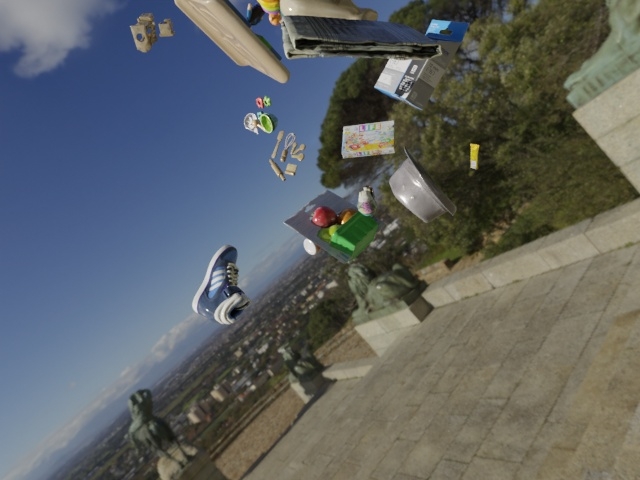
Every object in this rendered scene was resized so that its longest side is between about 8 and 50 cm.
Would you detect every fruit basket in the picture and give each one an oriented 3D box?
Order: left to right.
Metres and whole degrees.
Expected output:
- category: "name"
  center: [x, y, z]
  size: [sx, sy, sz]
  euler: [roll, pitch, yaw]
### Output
- category: "fruit basket"
  center: [0.066, -0.069, 2.035]
  size: [0.327, 0.353, 0.165]
  euler: [-42, -31, -36]

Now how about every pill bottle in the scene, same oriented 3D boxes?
- category: "pill bottle"
  center: [0.000, 0.000, 2.122]
  size: [0.152, 0.086, 0.086]
  euler: [-32, -5, -36]

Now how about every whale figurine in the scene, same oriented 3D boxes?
- category: "whale figurine"
  center: [0.018, -0.627, 1.245]
  size: [0.141, 0.272, 0.216]
  euler: [101, -167, -66]

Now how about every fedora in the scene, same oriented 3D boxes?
- category: "fedora"
  center: [0.314, -0.162, 1.446]
  size: [0.124, 0.275, 0.244]
  euler: [-40, -18, 17]

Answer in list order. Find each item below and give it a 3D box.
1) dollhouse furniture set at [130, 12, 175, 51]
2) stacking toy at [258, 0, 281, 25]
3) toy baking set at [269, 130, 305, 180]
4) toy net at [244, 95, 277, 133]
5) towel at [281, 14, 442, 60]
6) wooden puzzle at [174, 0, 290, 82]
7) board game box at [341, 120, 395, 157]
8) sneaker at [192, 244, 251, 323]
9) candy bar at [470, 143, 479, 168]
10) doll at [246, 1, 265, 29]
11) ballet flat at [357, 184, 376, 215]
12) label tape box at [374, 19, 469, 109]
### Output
- category: "dollhouse furniture set"
  center: [-0.659, -0.856, 1.823]
  size: [0.181, 0.161, 0.101]
  euler: [-92, -1, -49]
- category: "stacking toy"
  center: [-0.178, -0.917, 1.674]
  size: [0.165, 0.175, 0.302]
  euler: [-49, -7, -8]
- category: "toy baking set"
  center: [-0.160, -0.405, 2.115]
  size: [0.196, 0.256, 0.030]
  euler: [-48, -37, 12]
- category: "toy net"
  center: [-0.231, -0.442, 1.611]
  size: [0.045, 0.122, 0.232]
  euler: [-36, 22, -28]
- category: "towel"
  center: [0.072, -0.446, 0.991]
  size: [0.324, 0.313, 0.056]
  euler: [-103, 15, -56]
- category: "wooden puzzle"
  center: [-0.264, -0.648, 1.383]
  size: [0.080, 0.322, 0.348]
  euler: [-53, 43, 2]
- category: "board game box"
  center: [0.143, -0.300, 1.320]
  size: [0.154, 0.103, 0.026]
  euler: [-4, -29, 16]
- category: "sneaker"
  center: [-0.352, 0.184, 1.803]
  size: [0.322, 0.237, 0.130]
  euler: [-66, -28, -21]
- category: "candy bar"
  center: [0.713, -0.386, 2.061]
  size: [0.018, 0.040, 0.161]
  euler: [-59, -31, -22]
- category: "doll"
  center: [-0.257, -0.939, 1.821]
  size: [0.189, 0.046, 0.129]
  euler: [-45, -8, 18]
- category: "ballet flat"
  center: [0.182, -0.168, 1.757]
  size: [0.077, 0.079, 0.221]
  euler: [-7, 22, 10]
- category: "label tape box"
  center: [0.391, -0.720, 1.759]
  size: [0.347, 0.115, 0.249]
  euler: [-63, 34, 17]
